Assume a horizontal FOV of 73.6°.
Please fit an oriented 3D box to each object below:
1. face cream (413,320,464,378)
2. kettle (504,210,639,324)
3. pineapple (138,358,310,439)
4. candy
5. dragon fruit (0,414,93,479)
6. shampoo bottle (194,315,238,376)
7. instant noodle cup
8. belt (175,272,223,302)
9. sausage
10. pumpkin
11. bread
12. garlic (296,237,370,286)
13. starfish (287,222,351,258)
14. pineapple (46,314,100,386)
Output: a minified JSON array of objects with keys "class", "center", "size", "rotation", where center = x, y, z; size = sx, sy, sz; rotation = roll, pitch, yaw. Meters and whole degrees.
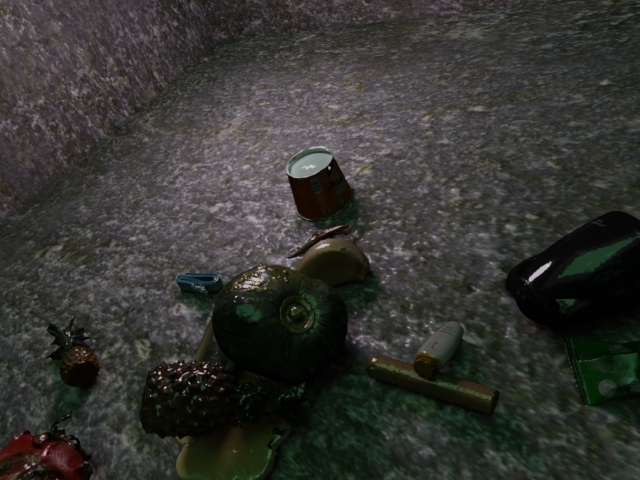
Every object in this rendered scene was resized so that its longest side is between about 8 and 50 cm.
[{"class":"face cream","center":[0.278,0.250,1.000],"size":[0.072,0.051,0.182],"rotation":[9,27,39]},{"class":"kettle","center":[0.585,0.081,0.999],"size":[0.290,0.208,0.268],"rotation":[-29,13,8]},{"class":"pineapple","center":[-0.208,0.359,0.958],"size":[0.360,0.175,0.175],"rotation":[10,43,-15]},{"class":"candy","center":[0.622,0.255,0.873],"size":[0.203,0.078,0.141],"rotation":[-11,44,22]},{"class":"dragon fruit","center":[-0.657,0.601,0.984],"size":[0.269,0.250,0.291],"rotation":[-26,33,-29]},{"class":"shampoo bottle","center":[-0.272,0.322,1.127],"size":[0.125,0.084,0.350],"rotation":[2,47,13]},{"class":"instant noodle cup","center":[-0.015,-0.212,1.533],"size":[0.230,0.182,0.230],"rotation":[-13,44,13]},{"class":"belt","center":[-0.420,0.154,1.447],"size":[0.179,0.065,0.100],"rotation":[0,40,27]},{"class":"sausage","center":[0.244,0.324,0.979],"size":[0.301,0.066,0.066],"rotation":[11,53,31]},{"class":"pumpkin","center":[-0.103,0.200,1.078],"size":[0.327,0.257,0.292],"rotation":[32,53,-3]},{"class":"bread","center":[-0.214,0.464,1.053],"size":[0.315,0.054,0.316],"rotation":[-12,44,12]},{"class":"garlic","center":[0.023,0.084,1.284],"size":[0.244,0.145,0.164],"rotation":[-22,74,6]},{"class":"starfish","center":[-0.003,-0.008,1.359],"size":[0.237,0.057,0.213],"rotation":[-23,-3,-32]},{"class":"pineapple","center":[-0.795,0.349,1.382],"size":[0.277,0.119,0.130],"rotation":[29,83,43]}]
